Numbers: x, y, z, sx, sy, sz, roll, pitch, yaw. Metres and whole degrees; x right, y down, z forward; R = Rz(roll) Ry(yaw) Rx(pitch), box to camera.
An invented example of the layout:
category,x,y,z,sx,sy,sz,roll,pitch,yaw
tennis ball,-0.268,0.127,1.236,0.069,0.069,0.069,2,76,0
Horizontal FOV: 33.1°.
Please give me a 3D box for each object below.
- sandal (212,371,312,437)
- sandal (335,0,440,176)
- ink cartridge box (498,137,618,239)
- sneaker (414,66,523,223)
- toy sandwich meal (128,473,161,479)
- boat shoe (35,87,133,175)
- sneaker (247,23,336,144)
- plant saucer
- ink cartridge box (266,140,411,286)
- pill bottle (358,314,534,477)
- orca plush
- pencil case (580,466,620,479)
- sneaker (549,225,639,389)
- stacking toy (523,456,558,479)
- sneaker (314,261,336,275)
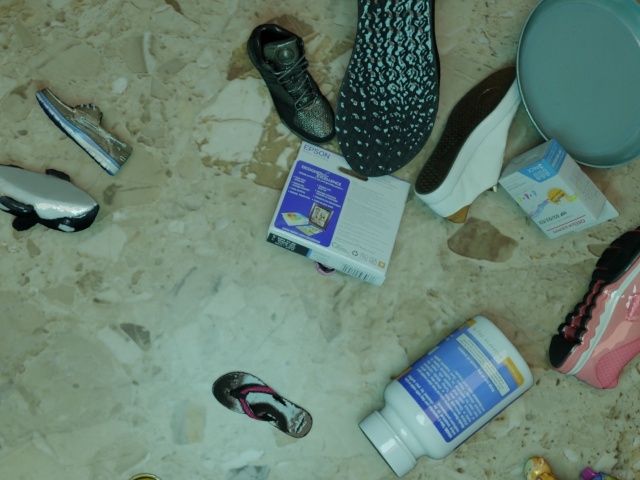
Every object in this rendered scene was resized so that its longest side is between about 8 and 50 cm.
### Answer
category,x,y,z,sx,sy,sz,roll,pitch,yaw
sandal,-0.094,0.271,1.786,0.179,0.040,0.067,27,85,-3
sandal,0.125,-0.321,1.757,0.167,0.107,0.446,10,111,10
ink cartridge box,0.397,-0.071,1.792,0.181,0.104,0.062,45,51,-15
sneaker,0.272,-0.158,1.831,0.123,0.106,0.290,42,76,-32
toy sandwich meal,-0.292,0.423,1.766,0.085,0.029,0.086,0,87,-5
boat shoe,-0.389,-0.192,1.783,0.183,0.066,0.066,45,79,-11
sneaker,-0.046,-0.260,1.780,0.087,0.130,0.228,-29,91,-4
plant saucer,0.459,-0.278,1.829,0.317,0.043,0.318,2,84,-21
ink cartridge box,0.033,-0.048,1.793,0.206,0.045,0.208,22,53,-4
pill bottle,0.199,0.258,1.757,0.272,0.152,0.152,-37,90,-6
orca plush,-0.502,-0.054,1.745,0.287,0.151,0.102,11,117,-7
pencil case,0.549,0.458,1.801,0.236,0.104,0.105,21,85,-4
sneaker,0.519,0.112,1.827,0.136,0.116,0.314,33,91,-12
stacking toy,0.407,0.444,1.710,0.165,0.302,0.175,-6,121,-22
sneaker,0.000,0.000,1.803,0.047,0.057,0.119,-23,87,-4
